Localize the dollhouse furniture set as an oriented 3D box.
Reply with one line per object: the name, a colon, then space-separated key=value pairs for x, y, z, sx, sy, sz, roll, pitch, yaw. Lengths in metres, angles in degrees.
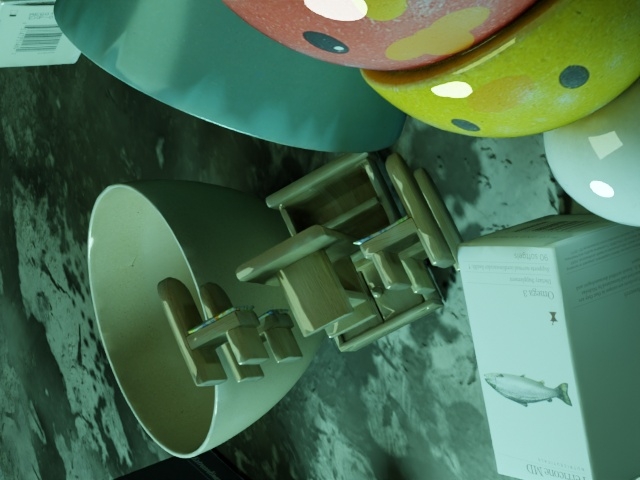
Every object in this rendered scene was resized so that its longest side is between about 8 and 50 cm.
dollhouse furniture set: x=0.000 y=0.000 z=0.914 sx=0.212 sy=0.242 sz=0.161 roll=-28 pitch=77 yaw=14

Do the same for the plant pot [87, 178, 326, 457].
plant pot: x=-0.098 y=0.062 z=1.149 sx=0.284 sy=0.191 sz=0.284 roll=29 pitch=126 yaw=49

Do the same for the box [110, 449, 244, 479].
box: x=-0.232 y=0.457 z=1.337 sx=0.293 sy=0.395 sz=0.212 roll=25 pitch=125 yaw=52

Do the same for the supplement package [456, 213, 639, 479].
supplement package: x=0.183 y=0.077 z=0.795 sx=0.105 sy=0.105 sz=0.179 roll=-1 pitch=102 yaw=57

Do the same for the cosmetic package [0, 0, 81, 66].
cosmetic package: x=-0.331 y=-0.359 z=1.187 sx=0.160 sy=0.113 sz=0.309 roll=-34 pitch=66 yaw=61

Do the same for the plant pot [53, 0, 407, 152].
plant pot: x=-0.029 y=-0.239 z=0.837 sx=0.293 sy=0.293 sz=0.235 roll=44 pitch=122 yaw=39

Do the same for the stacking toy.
stacking toy: x=0.094 y=-0.177 z=0.605 sx=0.480 sy=0.350 sz=0.351 roll=41 pitch=159 yaw=-25
